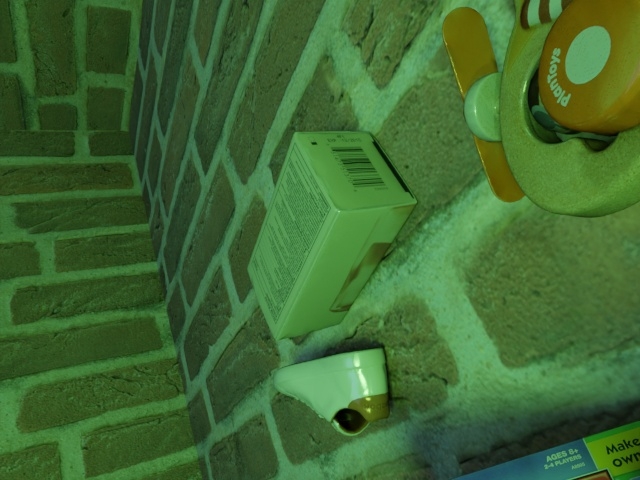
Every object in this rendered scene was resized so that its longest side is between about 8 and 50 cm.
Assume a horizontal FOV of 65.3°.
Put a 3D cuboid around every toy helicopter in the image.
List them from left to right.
[{"bbox_3d":[0.184,-0.185,0.411,0.235,0.140,0.355,127,140,-63],"label":"toy helicopter"}]

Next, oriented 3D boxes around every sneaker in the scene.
[{"bbox_3d":[0.006,0.251,0.801,0.290,0.105,0.123,-33,64,57],"label":"sneaker"}]

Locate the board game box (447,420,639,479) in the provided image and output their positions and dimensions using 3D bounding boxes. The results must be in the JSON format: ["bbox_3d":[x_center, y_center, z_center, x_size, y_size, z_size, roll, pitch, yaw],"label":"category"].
[{"bbox_3d":[0.149,0.260,0.330,0.317,0.046,0.213,-27,35,17],"label":"board game box"}]

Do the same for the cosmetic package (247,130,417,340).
[{"bbox_3d":[0.000,0.000,0.740,0.153,0.129,0.296,63,145,30],"label":"cosmetic package"}]
